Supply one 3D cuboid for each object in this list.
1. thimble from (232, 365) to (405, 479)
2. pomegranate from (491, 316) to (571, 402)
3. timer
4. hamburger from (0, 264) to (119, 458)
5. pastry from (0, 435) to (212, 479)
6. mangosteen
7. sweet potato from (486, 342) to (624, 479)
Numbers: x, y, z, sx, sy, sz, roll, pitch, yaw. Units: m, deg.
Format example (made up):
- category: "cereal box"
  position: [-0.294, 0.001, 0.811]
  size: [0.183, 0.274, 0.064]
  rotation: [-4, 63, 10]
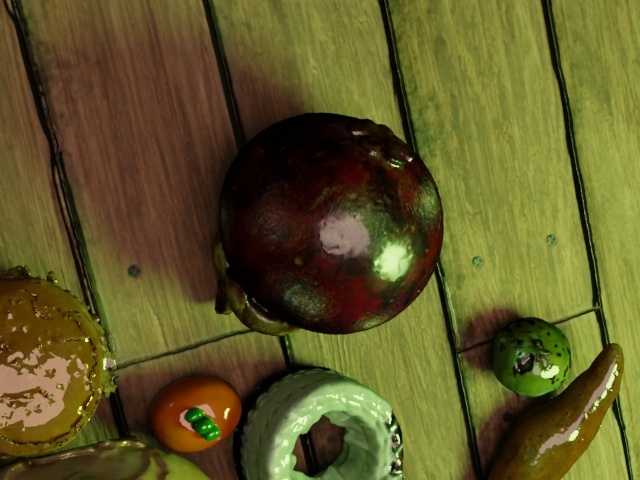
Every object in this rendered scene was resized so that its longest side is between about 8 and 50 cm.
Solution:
- category: "thimble"
  position: [-0.008, 0.299, 1.858]
  size: [0.237, 0.150, 0.237]
  rotation: [-4, 100, -22]
- category: "pomegranate"
  position: [0.315, 0.185, 1.978]
  size: [0.122, 0.122, 0.161]
  rotation: [-24, 142, -13]
- category: "timer"
  position: [-0.169, 0.244, 1.818]
  size: [0.136, 0.136, 0.099]
  rotation: [-31, 111, -11]
- category: "hamburger"
  position: [-0.390, 0.154, 1.693]
  size: [0.260, 0.211, 0.245]
  rotation: [15, 84, -16]
- category: "pastry"
  position: [-0.290, 0.433, 1.687]
  size: [0.409, 0.245, 0.410]
  rotation: [-6, 133, -7]
- category: "mangosteen"
  position: [0.000, 0.000, 1.761]
  size: [0.306, 0.306, 0.360]
  rotation: [17, 124, -19]
- category: "sweet potato"
  position: [0.341, 0.303, 1.995]
  size: [0.112, 0.112, 0.359]
  rotation: [41, 93, -19]
